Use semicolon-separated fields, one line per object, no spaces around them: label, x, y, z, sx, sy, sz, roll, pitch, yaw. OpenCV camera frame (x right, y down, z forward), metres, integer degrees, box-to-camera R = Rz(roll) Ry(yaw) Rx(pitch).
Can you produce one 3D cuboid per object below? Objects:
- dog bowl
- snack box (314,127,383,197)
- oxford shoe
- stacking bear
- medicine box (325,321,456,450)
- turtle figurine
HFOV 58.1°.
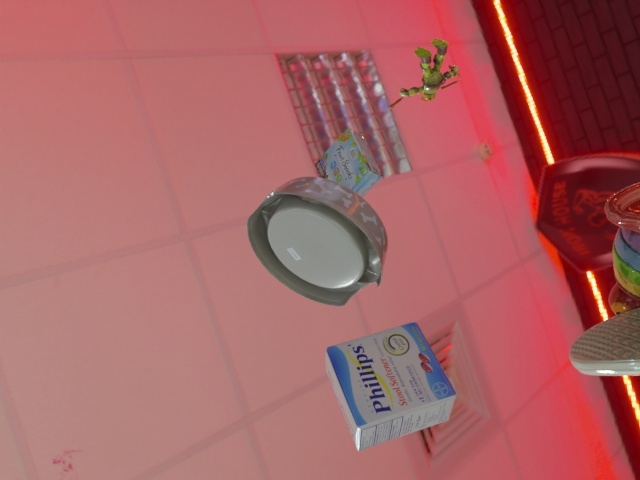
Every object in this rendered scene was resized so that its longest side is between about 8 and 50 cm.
dog bowl;0.000;0.000;1.359;0.348;0.349;0.102;50;-132;-18
snack box;0.084;-0.218;1.788;0.070;0.174;0.207;19;-142;-40
oxford shoe;0.635;0.172;0.929;0.130;0.449;0.169;57;-141;-15
stacking bear;0.599;0.047;1.034;0.164;0.175;0.289;-33;-43;-22
medicine box;0.190;0.408;1.639;0.290;0.149;0.263;-14;-132;-13
turtle figurine;0.346;-0.525;1.860;0.270;0.217;0.087;-21;-126;-6
